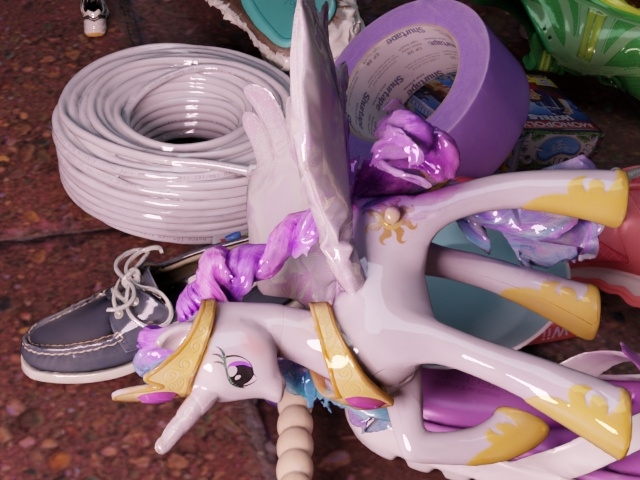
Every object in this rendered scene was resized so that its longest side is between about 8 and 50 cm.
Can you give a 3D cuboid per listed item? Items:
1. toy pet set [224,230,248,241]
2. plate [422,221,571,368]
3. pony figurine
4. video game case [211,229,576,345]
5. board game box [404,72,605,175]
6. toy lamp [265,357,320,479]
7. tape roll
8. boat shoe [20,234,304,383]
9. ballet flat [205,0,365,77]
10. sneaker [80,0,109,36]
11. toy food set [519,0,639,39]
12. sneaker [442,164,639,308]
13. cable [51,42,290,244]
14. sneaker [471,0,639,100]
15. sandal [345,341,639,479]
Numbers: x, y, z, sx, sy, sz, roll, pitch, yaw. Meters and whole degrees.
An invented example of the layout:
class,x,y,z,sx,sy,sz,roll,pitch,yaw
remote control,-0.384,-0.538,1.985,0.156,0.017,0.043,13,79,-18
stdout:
class,x,y,z,sx,sy,sz,roll,pitch,yaw
toy pet set,0.000,0.000,1.534,0.114,0.065,0.122,-31,16,-36
plate,0.114,0.043,1.424,0.188,0.024,0.188,-8,43,7
pony figurine,0.041,0.006,1.285,0.364,0.303,0.351,6,66,-5
video game case,0.065,0.040,1.545,0.285,0.025,0.204,-10,39,-15
board game box,0.169,-0.103,1.693,0.194,0.060,0.194,1,29,-18
toy lamp,-0.018,0.186,1.304,0.080,0.080,0.274,1,38,-3
tape roll,0.094,-0.127,1.605,0.189,0.080,0.189,-21,49,26
boat shoe,-0.134,0.052,1.452,0.255,0.079,0.095,-13,40,-4
ballet flat,-0.054,-0.274,1.877,0.147,0.147,0.409,-11,41,-18
sneaker,-0.251,-0.261,1.910,0.032,0.037,0.083,-7,37,-9
toy food set,0.254,-0.291,1.909,0.232,0.111,0.104,35,38,-9
sneaker,0.252,-0.024,1.517,0.314,0.136,0.116,14,34,-2
cable,-0.129,-0.099,1.665,0.257,0.089,0.257,0,36,-2
sneaker,0.278,-0.206,1.810,0.295,0.109,0.123,40,77,16
sandal,0.226,0.136,1.364,0.416,0.102,0.169,4,37,4
